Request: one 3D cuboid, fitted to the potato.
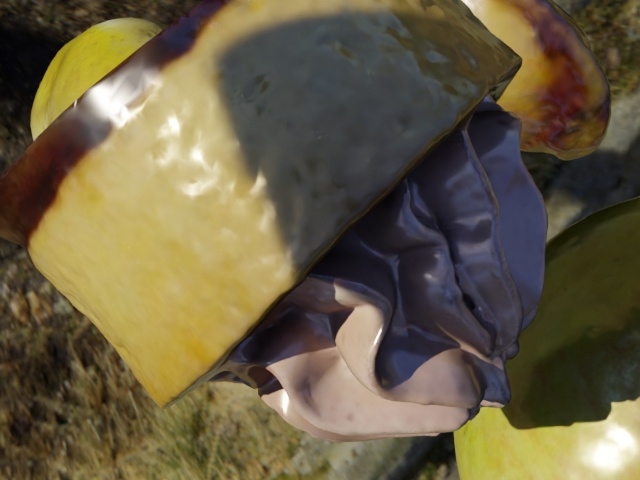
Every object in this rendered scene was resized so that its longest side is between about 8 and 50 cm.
[{"bbox_3d":[-0.105,-0.061,0.790,0.157,0.194,0.157,-24,126,-39],"label":"potato"}]

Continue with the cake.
[{"bbox_3d":[0.000,0.000,0.488,0.208,0.185,0.178,-33,94,37],"label":"cake"}]

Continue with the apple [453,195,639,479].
[{"bbox_3d":[0.187,0.091,0.637,0.261,0.194,0.260,-14,129,-19],"label":"apple"}]

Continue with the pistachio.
[{"bbox_3d":[0.116,-0.136,0.890,0.210,0.165,0.130,41,70,6],"label":"pistachio"}]
